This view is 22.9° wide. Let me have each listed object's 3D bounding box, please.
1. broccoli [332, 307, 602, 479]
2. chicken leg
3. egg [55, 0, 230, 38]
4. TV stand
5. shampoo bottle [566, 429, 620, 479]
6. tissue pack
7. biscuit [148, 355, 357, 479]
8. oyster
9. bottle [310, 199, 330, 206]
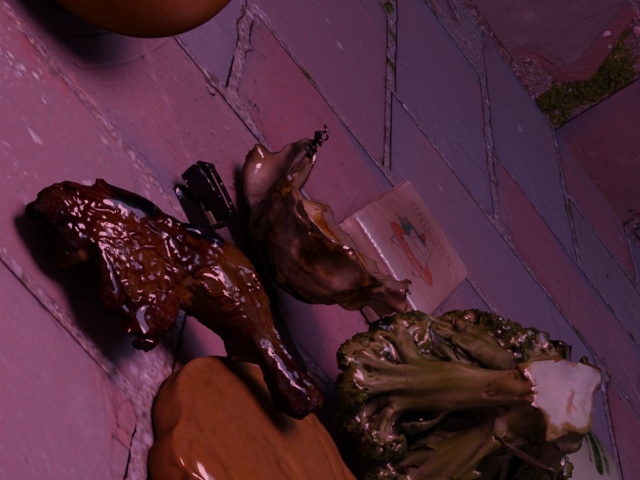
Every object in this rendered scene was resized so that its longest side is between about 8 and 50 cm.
[{"bbox_3d":[0.164,0.203,1.649,0.321,0.283,0.304,-3,73,-34],"label":"broccoli"},{"bbox_3d":[-0.123,0.046,1.409,0.322,0.083,0.177,29,33,-37],"label":"chicken leg"},{"bbox_3d":[-0.196,-0.374,1.620,0.282,0.282,0.351,16,46,-63],"label":"egg"},{"bbox_3d":[-0.083,0.034,1.645,0.249,0.042,0.036,63,17,14],"label":"TV stand"},{"bbox_3d":[0.224,0.235,1.935,0.349,0.151,0.222,43,24,-36],"label":"shampoo bottle"},{"bbox_3d":[0.106,0.022,2.088,0.170,0.071,0.325,56,19,1],"label":"tissue pack"},{"bbox_3d":[-0.023,0.258,1.430,0.351,0.057,0.312,59,20,4],"label":"biscuit"},{"bbox_3d":[-0.016,-0.031,1.711,0.198,0.133,0.337,64,-1,-31],"label":"oyster"},{"bbox_3d":[0.000,0.000,1.901,0.045,0.045,0.096,36,31,-48],"label":"bottle"}]
